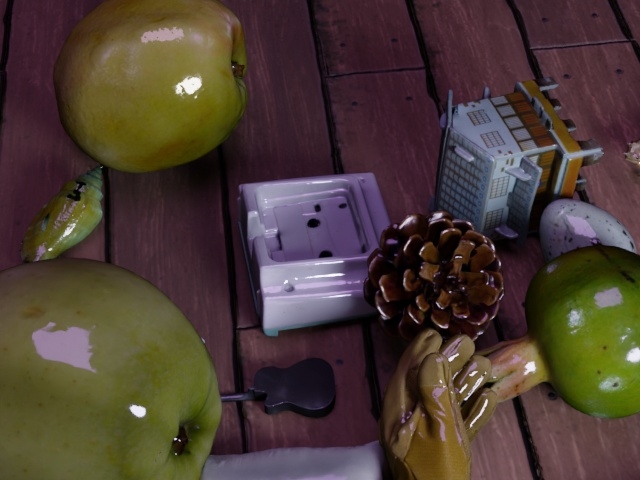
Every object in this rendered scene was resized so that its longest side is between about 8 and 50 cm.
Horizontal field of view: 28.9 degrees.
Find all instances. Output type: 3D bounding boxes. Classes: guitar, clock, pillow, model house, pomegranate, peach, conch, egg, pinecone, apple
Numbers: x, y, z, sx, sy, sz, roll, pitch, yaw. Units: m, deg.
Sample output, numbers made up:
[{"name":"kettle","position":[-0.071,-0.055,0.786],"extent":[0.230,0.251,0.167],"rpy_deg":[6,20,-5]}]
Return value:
[{"name":"guitar","position":[-0.093,0.211,1.730],"extent":[0.233,0.025,0.088],"rpy_deg":[-3,48,-1]},{"name":"clock","position":[0.000,0.000,1.866],"extent":[0.231,0.116,0.262],"rpy_deg":[-8,48,-6]},{"name":"pillow","position":[-0.034,0.329,1.582],"extent":[0.254,0.078,0.144],"rpy_deg":[-3,52,-1]},{"name":"model house","position":[0.280,-0.109,1.890],"extent":[0.215,0.224,0.198],"rpy_deg":[-11,49,-13]},{"name":"pomegranate","position":[0.338,0.134,1.668],"extent":[0.302,0.236,0.236],"rpy_deg":[-18,48,2]},{"name":"peach","position":[-0.267,-0.251,1.995],"extent":[0.315,0.314,0.281],"rpy_deg":[-11,62,-7]},{"name":"conch","position":[-0.400,-0.036,1.948],"extent":[0.201,0.079,0.095],"rpy_deg":[-44,40,-22]},{"name":"egg","position":[0.385,0.012,1.813],"extent":[0.164,0.131,0.131],"rpy_deg":[42,53,-8]},{"name":"pinecone","position":[0.161,0.056,1.706],"extent":[0.208,0.208,0.208],"rpy_deg":[-1,47,1]},{"name":"apple","position":[-0.300,0.193,1.541],"extent":[0.357,0.357,0.357],"rpy_deg":[-1,47,1]}]

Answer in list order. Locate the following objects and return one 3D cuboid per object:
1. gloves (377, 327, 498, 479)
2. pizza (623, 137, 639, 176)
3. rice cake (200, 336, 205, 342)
[{"name":"gloves","position":[0.148,0.266,1.569],"extent":[0.141,0.154,0.331],"rpy_deg":[-27,53,31]},{"name":"pizza","position":[0.601,-0.142,2.013],"extent":[0.226,0.069,0.147],"rpy_deg":[-34,76,-22]},{"name":"rice cake","position":[-0.258,0.122,1.794],"extent":[0.206,0.069,0.063],"rpy_deg":[35,55,27]}]
